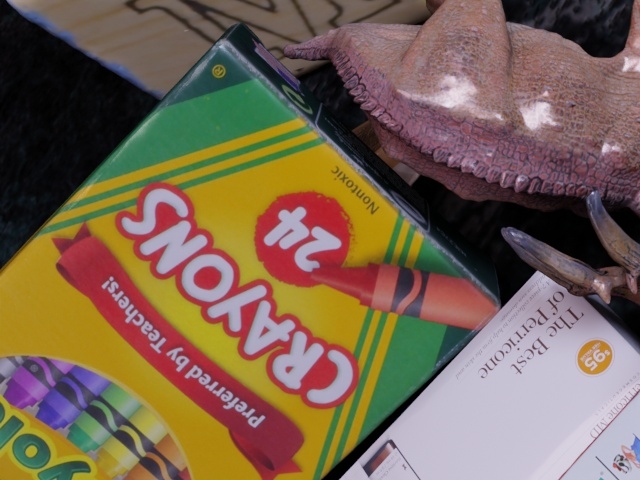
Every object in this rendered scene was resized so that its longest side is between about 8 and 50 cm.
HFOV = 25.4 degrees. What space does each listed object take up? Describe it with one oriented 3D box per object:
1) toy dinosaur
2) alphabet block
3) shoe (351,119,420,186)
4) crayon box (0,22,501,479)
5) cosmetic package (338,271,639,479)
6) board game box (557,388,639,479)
[{"bbox_3d":[0.099,-0.053,0.686,0.295,0.127,0.200,18,56,13],"label":"toy dinosaur"},{"bbox_3d":[-0.061,-0.218,0.880,0.197,0.193,0.192,-20,62,28],"label":"alphabet block"},{"bbox_3d":[0.000,0.000,0.840,0.219,0.058,0.076,-42,19,10],"label":"shoe"},{"bbox_3d":[-0.083,0.066,0.778,0.318,0.202,0.081,-45,9,14],"label":"crayon box"},{"bbox_3d":[0.073,0.132,0.721,0.239,0.060,0.099,-48,52,10],"label":"cosmetic package"},{"bbox_3d":[0.118,0.222,0.597,0.275,0.142,0.144,-49,50,9],"label":"board game box"}]
